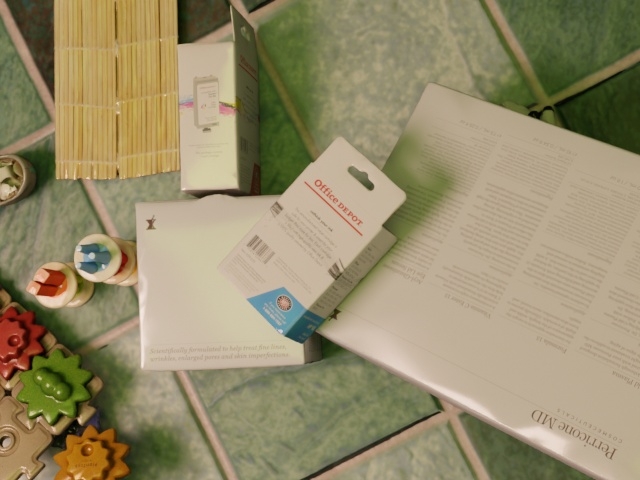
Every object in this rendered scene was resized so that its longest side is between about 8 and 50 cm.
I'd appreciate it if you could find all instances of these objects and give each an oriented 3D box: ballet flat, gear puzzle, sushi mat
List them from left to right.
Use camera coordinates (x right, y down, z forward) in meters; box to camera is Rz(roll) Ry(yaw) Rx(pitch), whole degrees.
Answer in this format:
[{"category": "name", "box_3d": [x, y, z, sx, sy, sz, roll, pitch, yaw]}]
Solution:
[{"category": "ballet flat", "box_3d": [-0.427, -0.050, 1.326, 0.213, 0.068, 0.072, -20, 90, -10]}, {"category": "gear puzzle", "box_3d": [-0.343, 0.170, 1.285, 0.339, 0.044, 0.175, 38, 76, 21]}, {"category": "sushi mat", "box_3d": [-0.236, -0.226, 1.360, 0.152, 0.019, 0.316, -2, 86, 8]}]

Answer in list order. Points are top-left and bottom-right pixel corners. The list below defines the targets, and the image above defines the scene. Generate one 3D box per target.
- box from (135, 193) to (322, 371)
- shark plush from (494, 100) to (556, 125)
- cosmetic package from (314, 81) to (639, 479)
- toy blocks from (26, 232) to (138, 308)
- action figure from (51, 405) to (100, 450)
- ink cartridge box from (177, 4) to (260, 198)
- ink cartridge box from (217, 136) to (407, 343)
[{"category": "box", "box_3d": [-0.096, 0.046, 1.270, 0.181, 0.119, 0.181, -3, 86, 9]}, {"category": "shark plush", "box_3d": [0.233, -0.078, 1.276, 0.067, 0.073, 0.161, -18, 105, 26]}, {"category": "cosmetic package", "box_3d": [0.205, 0.039, 1.134, 0.377, 0.097, 0.284, 26, 81, 32]}, {"category": "toy blocks", "box_3d": [-0.265, 0.034, 1.282, 0.123, 0.148, 0.054, -22, 83, 6]}, {"category": "action figure", "box_3d": [-0.309, 0.364, 1.294, 0.330, 0.178, 0.341, 5, 57, 3]}, {"category": "ink cartridge box", "box_3d": [-0.110, -0.146, 1.287, 0.067, 0.115, 0.198, -2, 85, 9]}, {"category": "ink cartridge box", "box_3d": [0.000, 0.000, 1.155, 0.180, 0.060, 0.104, -47, 66, 3]}]
